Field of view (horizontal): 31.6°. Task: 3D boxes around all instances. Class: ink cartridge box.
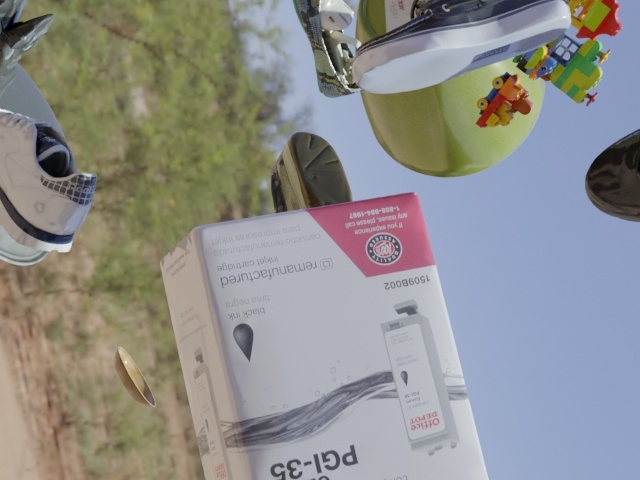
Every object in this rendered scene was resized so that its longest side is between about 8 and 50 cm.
[{"bbox_3d":[0.006,0.121,0.926,0.117,0.207,0.283,146,-68,-65],"label":"ink cartridge box"}]

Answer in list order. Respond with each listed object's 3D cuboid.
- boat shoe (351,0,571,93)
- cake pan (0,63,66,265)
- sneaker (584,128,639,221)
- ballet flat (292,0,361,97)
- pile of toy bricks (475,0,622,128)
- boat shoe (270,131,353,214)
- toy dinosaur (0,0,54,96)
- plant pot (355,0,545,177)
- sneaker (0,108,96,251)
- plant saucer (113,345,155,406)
[{"bbox_3d":[0.123,-0.199,1.035,0.076,0.228,0.080,66,-18,15],"label":"boat shoe"},{"bbox_3d":[-0.383,-0.114,1.359,0.293,0.054,0.293,-22,90,-77],"label":"cake pan"},{"bbox_3d":[0.416,-0.114,1.247,0.340,0.139,0.125,-20,-122,49],"label":"sneaker"},{"bbox_3d":[0.016,-0.252,1.365,0.188,0.070,0.070,70,2,-46],"label":"ballet flat"},{"bbox_3d":[0.282,-0.201,1.314,0.105,0.212,0.118,40,27,10],"label":"pile of toy bricks"},{"bbox_3d":[-0.001,-0.001,1.132,0.073,0.080,0.224,-46,-130,47],"label":"boat shoe"},{"bbox_3d":[-0.294,-0.098,0.641,0.322,0.164,0.218,-47,-174,33],"label":"toy dinosaur"},{"bbox_3d":[0.158,-0.266,1.583,0.293,0.274,0.275,43,30,-65],"label":"plant pot"},{"bbox_3d":[-0.304,-0.091,1.132,0.235,0.090,0.095,43,-63,25],"label":"sneaker"},{"bbox_3d":[-0.223,0.164,1.340,0.083,0.015,0.083,59,-3,5],"label":"plant saucer"}]
